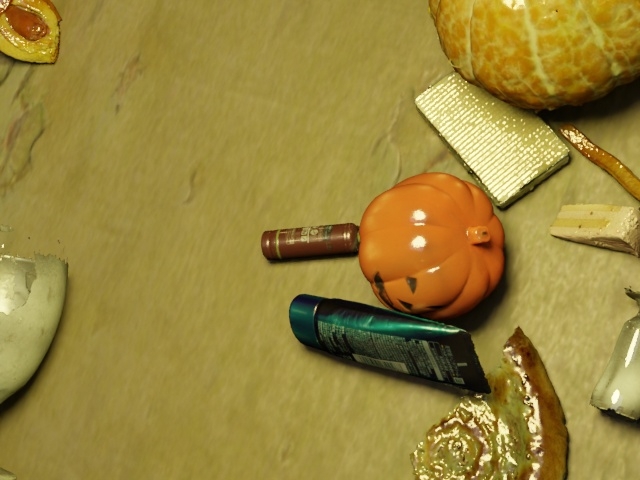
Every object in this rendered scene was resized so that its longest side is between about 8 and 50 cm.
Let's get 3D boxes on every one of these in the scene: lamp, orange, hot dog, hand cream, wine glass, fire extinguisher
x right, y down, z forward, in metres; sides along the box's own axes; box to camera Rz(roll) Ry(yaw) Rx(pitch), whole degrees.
[{"bbox_3d":[0.146,0.006,1.505,0.164,0.188,0.187,-15,66,48],"label":"lamp"},{"bbox_3d":[0.291,-0.321,1.507,0.329,0.249,0.329,-21,47,24],"label":"orange"},{"bbox_3d":[-0.512,-0.371,1.903,0.261,0.093,0.123,28,85,24],"label":"hot dog"},{"bbox_3d":[0.083,0.127,1.518,0.270,0.120,0.061,13,51,37],"label":"hand cream"},{"bbox_3d":[0.379,0.137,1.453,0.072,0.072,0.155,16,80,23],"label":"wine glass"},{"bbox_3d":[0.000,0.000,1.642,0.158,0.043,0.064,-5,30,17],"label":"fire extinguisher"},{"bbox_3d":[-0.470,0.160,1.683,0.190,0.190,0.357,8,82,21],"label":"wine glass"}]

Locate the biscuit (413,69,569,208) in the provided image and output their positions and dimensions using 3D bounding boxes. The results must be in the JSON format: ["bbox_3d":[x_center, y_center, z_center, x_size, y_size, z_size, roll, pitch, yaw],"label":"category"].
[{"bbox_3d":[0.226,-0.147,1.610,0.121,0.040,0.199,-36,66,2],"label":"biscuit"}]

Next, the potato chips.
[{"bbox_3d":[0.378,-0.085,1.528,0.026,0.037,0.204,-49,52,11],"label":"potato chips"}]

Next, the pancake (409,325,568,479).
[{"bbox_3d":[0.199,0.287,1.480,0.197,0.054,0.376,7,75,22],"label":"pancake"}]

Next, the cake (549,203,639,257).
[{"bbox_3d":[0.347,-0.022,1.523,0.121,0.065,0.052,14,76,29],"label":"cake"}]
